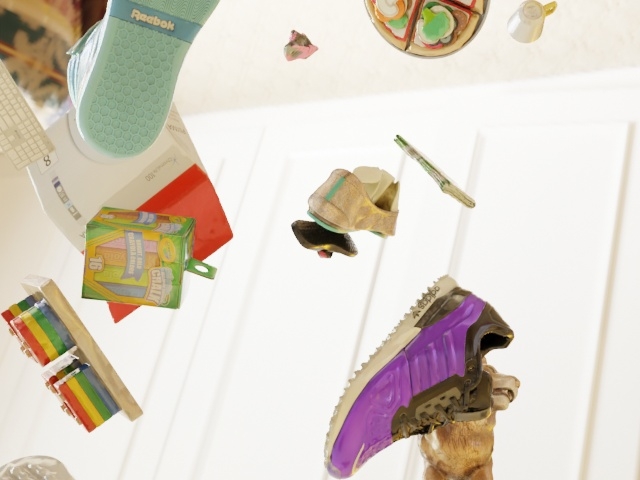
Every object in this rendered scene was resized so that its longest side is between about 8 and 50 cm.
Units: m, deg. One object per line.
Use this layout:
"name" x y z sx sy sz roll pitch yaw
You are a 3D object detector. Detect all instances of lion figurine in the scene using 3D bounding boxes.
"lion figurine" 0.212 0.356 1.528 0.142 0.240 0.392 -1 130 8

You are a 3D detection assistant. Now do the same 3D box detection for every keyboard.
"keyboard" -0.482 -0.203 1.626 0.014 0.072 0.256 46 166 36

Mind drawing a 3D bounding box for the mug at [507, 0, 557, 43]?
"mug" 0.352 -0.377 1.800 0.062 0.078 0.064 30 168 6

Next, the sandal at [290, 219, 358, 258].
"sandal" 0.000 0.000 1.707 0.040 0.067 0.179 -39 156 24

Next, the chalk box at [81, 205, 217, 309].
"chalk box" -0.279 0.031 1.804 0.213 0.132 0.132 6 -166 -1

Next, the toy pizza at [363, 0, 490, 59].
"toy pizza" 0.142 -0.351 1.507 0.201 0.032 0.201 13 117 27

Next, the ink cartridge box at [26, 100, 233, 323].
"ink cartridge box" -0.359 -0.089 1.955 0.308 0.385 0.091 -35 156 21

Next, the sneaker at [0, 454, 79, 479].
"sneaker" -0.225 0.321 0.764 0.126 0.321 0.127 -5 142 19

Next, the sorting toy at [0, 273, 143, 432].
"sorting toy" -0.418 0.187 1.743 0.255 0.089 0.257 59 161 -12

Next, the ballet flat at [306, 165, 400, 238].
"ballet flat" 0.074 -0.063 1.688 0.107 0.106 0.316 32 -171 13

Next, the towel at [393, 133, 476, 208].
"towel" 0.193 -0.116 1.838 0.152 0.023 0.113 48 -169 36

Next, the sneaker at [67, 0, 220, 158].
"sneaker" -0.212 -0.263 1.260 0.127 0.319 0.208 24 -175 -24

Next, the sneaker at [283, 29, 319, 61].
"sneaker" -0.048 -0.378 2.067 0.047 0.057 0.119 -29 179 21

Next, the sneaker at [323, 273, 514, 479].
"sneaker" 0.127 0.179 1.272 0.146 0.293 0.102 32 157 20
